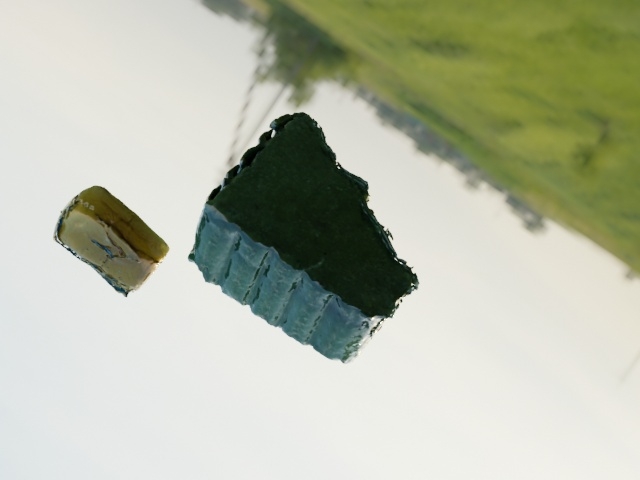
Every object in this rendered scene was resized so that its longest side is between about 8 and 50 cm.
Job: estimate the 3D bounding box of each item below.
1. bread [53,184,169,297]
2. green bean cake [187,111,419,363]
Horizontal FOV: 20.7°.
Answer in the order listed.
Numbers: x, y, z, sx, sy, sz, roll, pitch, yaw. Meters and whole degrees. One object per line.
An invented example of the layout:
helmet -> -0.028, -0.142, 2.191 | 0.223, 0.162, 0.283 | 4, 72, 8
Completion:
bread -> -0.201, -0.001, 1.667 | 0.106, 0.072, 0.053 | 41, -164, -14
green bean cake -> 0.000, 0.000, 1.644 | 0.208, 0.107, 0.193 | 33, -138, 8
